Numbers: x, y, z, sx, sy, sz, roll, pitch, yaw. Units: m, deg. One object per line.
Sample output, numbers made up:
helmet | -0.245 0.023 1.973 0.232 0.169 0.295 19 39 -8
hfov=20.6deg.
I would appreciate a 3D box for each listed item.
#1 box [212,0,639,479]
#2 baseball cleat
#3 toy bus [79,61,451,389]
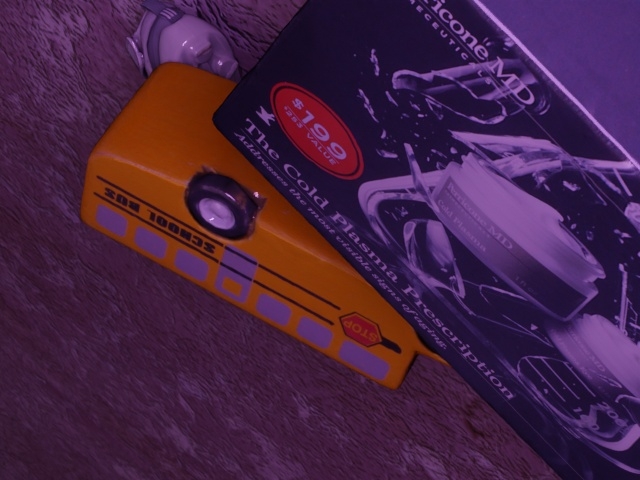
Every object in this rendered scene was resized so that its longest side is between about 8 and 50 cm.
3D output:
box | 0.151 -0.045 0.938 0.343 0.179 0.312 45 157 -2
baseball cleat | -0.092 -0.104 1.368 0.109 0.072 0.206 42 154 38
toy bus | 0.000 0.000 1.247 0.333 0.108 0.130 28 143 6
